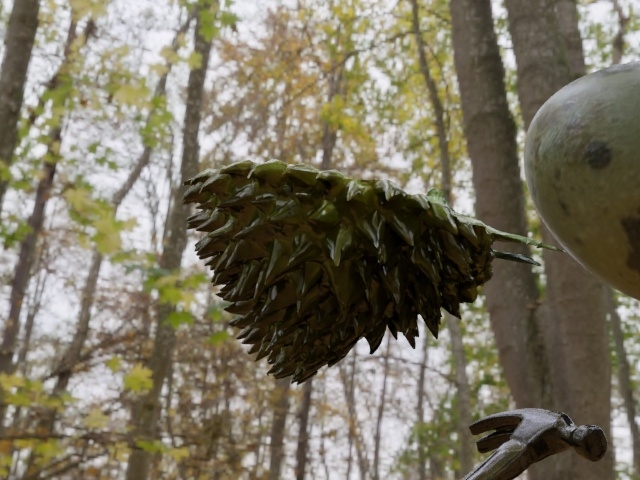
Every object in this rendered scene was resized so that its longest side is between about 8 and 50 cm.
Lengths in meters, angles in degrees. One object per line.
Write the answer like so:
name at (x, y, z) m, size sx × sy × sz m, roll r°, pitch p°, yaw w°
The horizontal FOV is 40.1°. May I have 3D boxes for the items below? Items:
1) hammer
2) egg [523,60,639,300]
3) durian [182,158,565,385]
hammer at (0.096, 0.304, 0.910) m, size 0.440 × 0.044 × 0.168 m, roll -29°, pitch 11°, yaw -25°
egg at (0.497, -0.083, 1.234) m, size 0.428 × 0.345 × 0.345 m, roll 29°, pitch -18°, yaw 1°
durian at (0.000, 0.000, 0.624) m, size 0.169 × 0.158 × 0.352 m, roll -28°, pitch 2°, yaw -11°
